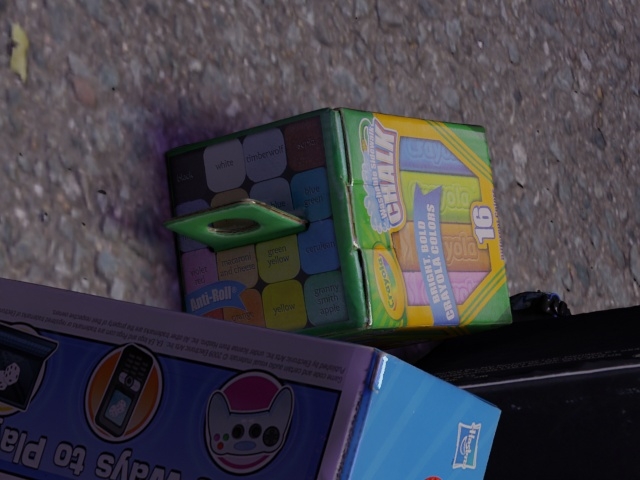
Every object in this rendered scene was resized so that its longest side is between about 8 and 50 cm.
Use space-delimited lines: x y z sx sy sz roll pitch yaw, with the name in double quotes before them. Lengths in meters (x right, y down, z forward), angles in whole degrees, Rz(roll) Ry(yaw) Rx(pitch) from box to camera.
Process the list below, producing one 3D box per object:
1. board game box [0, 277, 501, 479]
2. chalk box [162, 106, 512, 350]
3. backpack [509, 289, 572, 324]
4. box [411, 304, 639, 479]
"board game box" -0.118 0.170 0.670 0.086 0.308 0.302 28 75 -51
"chalk box" 0.000 0.000 1.097 0.213 0.132 0.132 1 80 -53
"backpack" 0.147 0.088 1.308 0.114 0.084 0.105 -27 105 -76
"box" 0.159 0.201 1.105 0.294 0.182 0.296 -22 103 -77
